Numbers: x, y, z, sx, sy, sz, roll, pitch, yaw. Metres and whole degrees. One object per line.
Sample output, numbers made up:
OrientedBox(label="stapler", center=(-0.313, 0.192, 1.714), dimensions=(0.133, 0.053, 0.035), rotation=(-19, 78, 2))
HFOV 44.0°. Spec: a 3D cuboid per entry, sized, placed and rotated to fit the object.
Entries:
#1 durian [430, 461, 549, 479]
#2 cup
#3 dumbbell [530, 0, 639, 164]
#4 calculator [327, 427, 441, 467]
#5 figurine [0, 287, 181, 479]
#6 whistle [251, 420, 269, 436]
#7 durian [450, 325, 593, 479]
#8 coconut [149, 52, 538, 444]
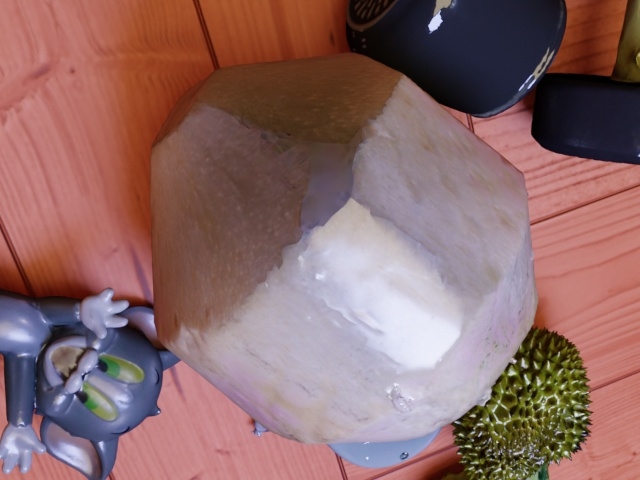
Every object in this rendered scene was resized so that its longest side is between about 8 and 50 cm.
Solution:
OrientedBox(label="durian", center=(0.170, 0.352, 0.944), dimensions=(0.106, 0.132, 0.375), rotation=(38, 81, -16))
OrientedBox(label="cup", center=(0.136, -0.237, 0.759), dimensions=(0.176, 0.169, 0.223), rotation=(25, 71, -24))
OrientedBox(label="dumbbell", center=(0.329, -0.243, 0.775), dimensions=(0.203, 0.204, 0.323), rotation=(0, 107, -15))
OrientedBox(label="calculator", center=(0.053, 0.128, 0.899), dimensions=(0.185, 0.041, 0.299), rotation=(-21, 109, -8))
OrientedBox(label="figurine", center=(-0.272, 0.122, 0.764), dimensions=(0.265, 0.140, 0.193), rotation=(24, 76, -8))
OrientedBox(label="whistle", center=(-0.057, 0.184, 0.895), dimensions=(0.033, 0.029, 0.083), rotation=(-9, 119, -51))
OrientedBox(label="durian", center=(0.219, 0.188, 0.901), dimensions=(0.146, 0.159, 0.198), rotation=(20, 104, -6))
OrientedBox(label="coconut", center=(0.000, 0.000, 0.695), dimensions=(0.352, 0.352, 0.353), rotation=(-4, 107, -14))
